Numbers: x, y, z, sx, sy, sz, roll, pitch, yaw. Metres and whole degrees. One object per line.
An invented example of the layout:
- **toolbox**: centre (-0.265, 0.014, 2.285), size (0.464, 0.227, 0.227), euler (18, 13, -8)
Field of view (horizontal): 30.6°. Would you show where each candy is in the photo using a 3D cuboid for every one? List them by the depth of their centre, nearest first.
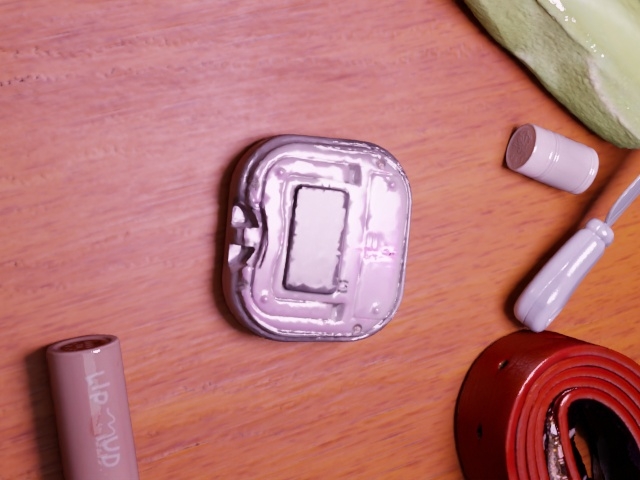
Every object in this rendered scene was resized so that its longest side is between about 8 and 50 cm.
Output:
- **candy**: centre (0.268, -0.239, 1.237), size (0.343, 0.132, 0.142), euler (38, 88, -23)

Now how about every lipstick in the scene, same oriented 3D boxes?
- **lipstick**: centre (-0.208, 0.221, 1.109), size (0.070, 0.070, 0.254), euler (-10, 100, -23)

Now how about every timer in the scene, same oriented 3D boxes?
- **timer**: centre (0.000, 0.000, 1.180), size (0.190, 0.069, 0.208), euler (3, 96, -21)

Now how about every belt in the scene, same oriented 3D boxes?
- **belt**: centre (0.292, 0.251, 1.309), size (0.227, 0.115, 0.324), euler (-35, 109, -15)

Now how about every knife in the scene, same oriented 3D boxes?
- **knife**: centre (0.328, -0.036, 1.281), size (0.044, 0.080, 0.331), euler (41, 94, 21)

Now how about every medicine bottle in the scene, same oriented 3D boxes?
- **medicine bottle**: centre (0.256, -0.089, 1.287), size (0.089, 0.057, 0.057), euler (18, 88, -25)
